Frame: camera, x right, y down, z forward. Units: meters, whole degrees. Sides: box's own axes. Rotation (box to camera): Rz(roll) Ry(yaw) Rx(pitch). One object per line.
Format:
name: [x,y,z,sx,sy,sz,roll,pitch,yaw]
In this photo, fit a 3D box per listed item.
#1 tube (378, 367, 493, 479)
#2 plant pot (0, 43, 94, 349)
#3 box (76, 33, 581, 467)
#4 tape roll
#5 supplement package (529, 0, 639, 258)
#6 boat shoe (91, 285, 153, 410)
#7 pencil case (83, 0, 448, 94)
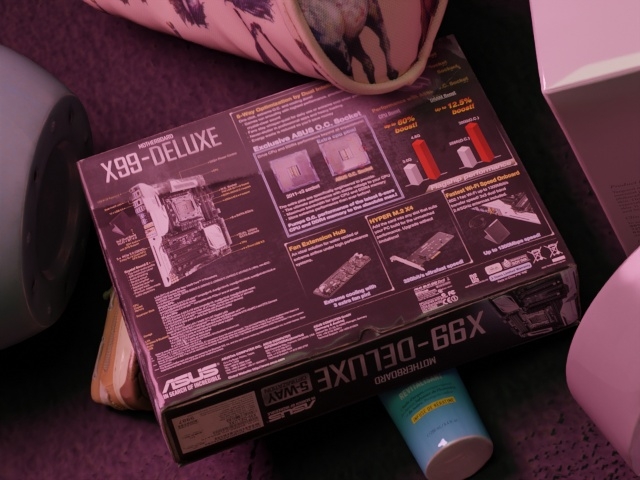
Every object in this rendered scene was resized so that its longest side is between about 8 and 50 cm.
tube: [0.059,0.083,1.425,0.080,0.052,0.207,-24,51,-5]
plant pot: [-0.310,-0.035,1.511,0.235,0.293,0.293,7,66,10]
box: [0.000,0.000,1.417,0.307,0.076,0.242,-20,52,-6]
tape roll: [0.265,0.056,1.242,0.219,0.219,0.072,-38,56,1]
supplement package: [0.264,-0.139,1.318,0.199,0.263,0.198,-14,60,16]
boat shoe: [-0.139,0.039,1.523,0.072,0.068,0.190,-2,61,40]
pencil case: [-0.076,-0.239,1.514,0.160,0.183,0.410,-32,33,-27]
